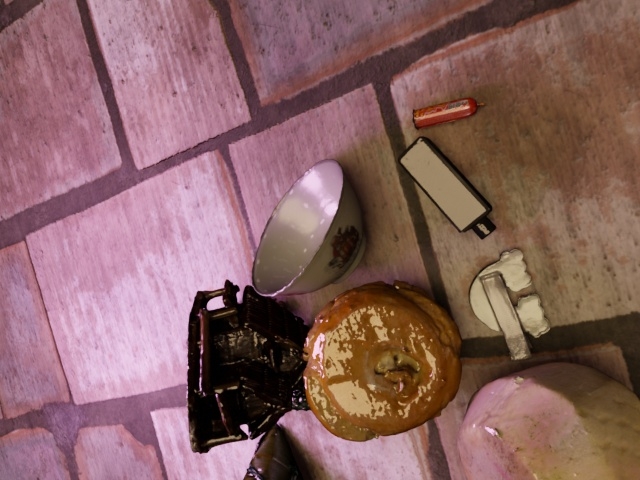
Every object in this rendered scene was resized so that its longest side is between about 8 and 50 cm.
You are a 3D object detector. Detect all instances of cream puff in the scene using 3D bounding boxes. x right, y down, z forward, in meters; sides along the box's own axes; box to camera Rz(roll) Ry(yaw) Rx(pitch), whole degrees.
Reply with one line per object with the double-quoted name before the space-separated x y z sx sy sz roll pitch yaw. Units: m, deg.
"cream puff" 0.129 0.251 1.015 0.327 0.231 0.343 32 92 3

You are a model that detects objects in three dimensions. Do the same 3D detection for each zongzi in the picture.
"zongzi" -0.159 0.751 1.239 0.362 0.319 0.384 -21 106 24

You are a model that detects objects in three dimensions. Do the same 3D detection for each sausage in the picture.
"sausage" 0.269 -0.270 1.001 0.145 0.050 0.048 -8 98 24

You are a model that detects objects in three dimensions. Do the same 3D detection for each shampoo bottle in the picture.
"shampoo bottle" 0.273 -0.106 1.002 0.079 0.080 0.246 -44 79 24

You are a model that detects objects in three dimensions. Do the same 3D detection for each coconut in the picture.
"coconut" 0.438 0.386 0.869 0.352 0.352 0.353 3 98 24

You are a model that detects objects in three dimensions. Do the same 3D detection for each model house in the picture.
"model house" -0.147 0.267 1.082 0.282 0.317 0.297 -5 110 -4

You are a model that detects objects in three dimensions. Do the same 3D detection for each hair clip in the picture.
"hair clip" 0.389 0.138 0.998 0.140 0.054 0.220 -23 84 30

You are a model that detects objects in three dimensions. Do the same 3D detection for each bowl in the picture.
"bowl" 0.000 0.000 1.068 0.157 0.337 0.337 29 114 -25

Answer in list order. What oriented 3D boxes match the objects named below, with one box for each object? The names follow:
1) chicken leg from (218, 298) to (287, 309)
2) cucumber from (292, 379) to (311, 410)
"chicken leg" -0.188 0.198 1.255 0.207 0.101 0.085 -15 94 5
"cucumber" -0.107 0.396 1.229 0.359 0.096 0.096 -13 91 26
